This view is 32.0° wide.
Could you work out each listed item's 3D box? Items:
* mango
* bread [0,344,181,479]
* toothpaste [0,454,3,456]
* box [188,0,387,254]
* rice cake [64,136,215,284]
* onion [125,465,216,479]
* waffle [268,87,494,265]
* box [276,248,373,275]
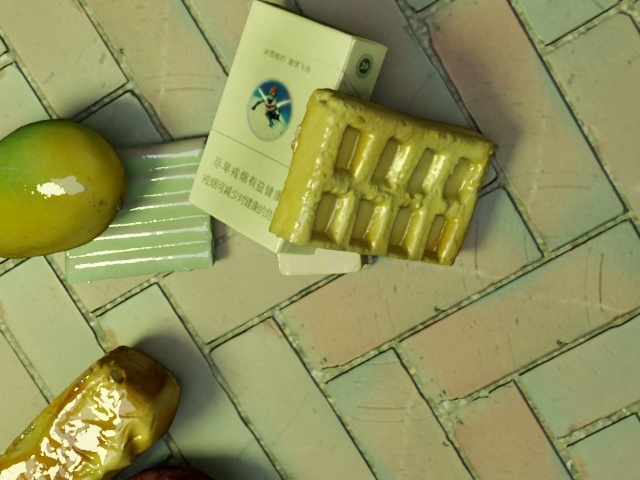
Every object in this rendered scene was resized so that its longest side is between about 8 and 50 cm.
[{"bbox_3d":[-0.351,-0.053,1.334,0.251,0.114,0.156,-19,108,13],"label":"mango"},{"bbox_3d":[-0.309,0.266,1.407,0.294,0.167,0.132,-43,85,7],"label":"bread"},{"bbox_3d":[-0.441,0.409,1.530,0.062,0.039,0.239,13,105,17],"label":"toothpaste"},{"bbox_3d":[-0.043,-0.131,1.291,0.164,0.069,0.257,29,105,36],"label":"box"},{"bbox_3d":[-0.230,-0.037,1.398,0.198,0.037,0.190,1,102,8],"label":"rice cake"},{"bbox_3d":[-0.184,0.413,1.421,0.252,0.219,0.252,-16,61,30],"label":"onion"},{"bbox_3d":[0.078,-0.063,1.258,0.274,0.057,0.168,10,107,-39],"label":"waffle"},{"bbox_3d":[0.000,0.000,1.365,0.122,0.062,0.089,-3,102,9],"label":"box"}]
